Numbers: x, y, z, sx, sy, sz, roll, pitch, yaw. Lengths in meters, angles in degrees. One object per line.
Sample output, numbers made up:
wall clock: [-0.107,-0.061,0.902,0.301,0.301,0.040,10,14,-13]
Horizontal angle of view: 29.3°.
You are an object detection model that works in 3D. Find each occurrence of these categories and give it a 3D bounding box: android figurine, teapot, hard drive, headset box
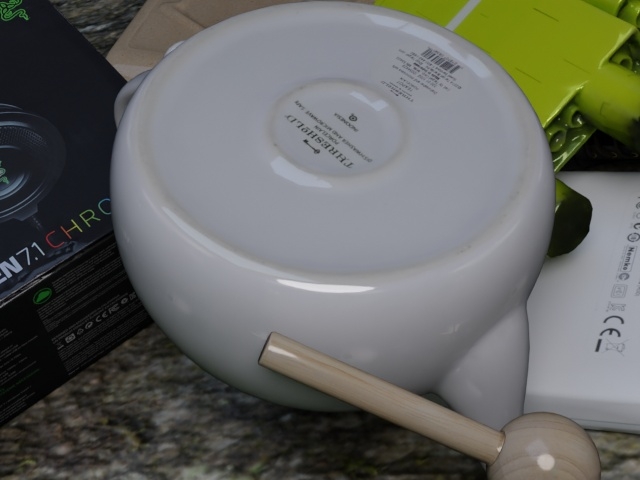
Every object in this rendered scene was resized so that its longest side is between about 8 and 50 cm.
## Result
android figurine: [0.104,-0.099,0.822,0.248,0.056,0.273,-49,44,-3]
teapot: [0.000,0.000,0.691,0.252,0.187,0.256,1,50,-3]
hard drive: [0.137,0.029,0.785,0.307,0.040,0.203,2,42,27]
headset box: [-0.247,-0.037,0.904,0.246,0.131,0.283,-34,60,-17]

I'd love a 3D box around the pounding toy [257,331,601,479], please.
pounding toy: [0.022,0.179,0.587,0.183,0.110,0.237,17,84,2]

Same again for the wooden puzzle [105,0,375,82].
wooden puzzle: [0.023,-0.198,1.056,0.322,0.080,0.348,9,50,15]

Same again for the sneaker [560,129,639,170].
sneaker: [0.198,-0.088,0.827,0.222,0.083,0.118,-8,12,9]
